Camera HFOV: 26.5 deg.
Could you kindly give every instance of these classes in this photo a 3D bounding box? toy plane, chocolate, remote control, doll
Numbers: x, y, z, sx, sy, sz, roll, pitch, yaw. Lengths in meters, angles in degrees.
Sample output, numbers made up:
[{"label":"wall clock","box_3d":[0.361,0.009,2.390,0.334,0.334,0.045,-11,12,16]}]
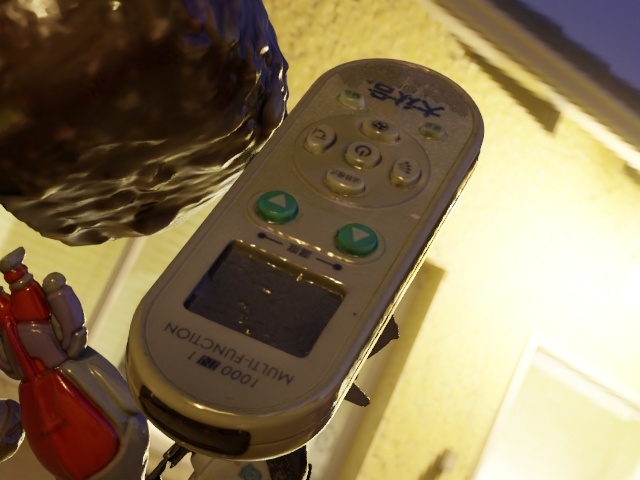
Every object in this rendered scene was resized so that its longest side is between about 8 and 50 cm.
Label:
[{"label":"toy plane","box_3d":[-0.028,0.107,0.697,0.078,0.197,0.053,41,6,-11]},{"label":"chocolate","box_3d":[-0.131,-0.133,0.997,0.210,0.225,0.340,-15,-21,8]},{"label":"remote control","box_3d":[0.000,0.000,0.526,0.078,0.221,0.042,23,-44,11]},{"label":"doll","box_3d":[-0.175,0.114,0.953,0.102,0.075,0.227,-24,-79,33]}]

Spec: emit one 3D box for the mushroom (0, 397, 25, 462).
[{"label":"mushroom","box_3d":[-0.411,0.114,1.286,0.329,0.122,0.159,53,18,-31]}]
